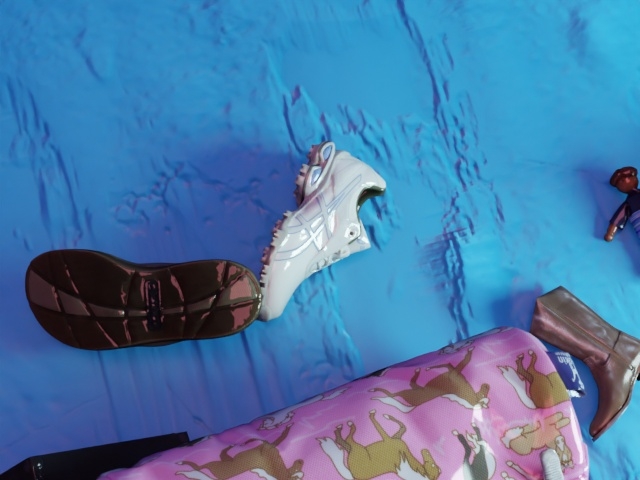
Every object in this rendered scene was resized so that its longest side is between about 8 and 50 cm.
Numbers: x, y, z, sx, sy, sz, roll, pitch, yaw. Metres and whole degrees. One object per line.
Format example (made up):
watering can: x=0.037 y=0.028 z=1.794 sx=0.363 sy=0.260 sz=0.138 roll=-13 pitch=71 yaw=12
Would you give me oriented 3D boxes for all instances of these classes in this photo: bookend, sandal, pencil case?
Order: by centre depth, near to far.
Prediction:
pencil case: x=0.020 y=0.191 z=0.933 sx=0.386 sy=0.167 sz=0.160 roll=-17 pitch=85 yaw=-23
bookend: x=-0.203 y=0.224 z=1.015 sx=0.157 sy=0.156 sz=0.072 roll=-1 pitch=66 yaw=-46
sandal: x=-0.153 y=0.048 z=1.081 sx=0.219 sy=0.060 sz=0.090 roll=-4 pitch=89 yaw=13

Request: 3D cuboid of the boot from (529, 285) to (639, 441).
boot: x=0.221 y=0.104 z=1.072 sx=0.114 sy=0.037 sz=0.106 roll=35 pitch=64 yaw=8

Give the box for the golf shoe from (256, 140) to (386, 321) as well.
golf shoe: x=0.000 y=0.000 z=1.096 sx=0.086 sy=0.069 sz=0.176 roll=24 pitch=76 yaw=2

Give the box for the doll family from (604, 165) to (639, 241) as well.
doll family: x=0.344 y=-0.046 z=1.098 sx=0.193 sy=0.076 sz=0.111 roll=-27 pitch=79 yaw=-4
